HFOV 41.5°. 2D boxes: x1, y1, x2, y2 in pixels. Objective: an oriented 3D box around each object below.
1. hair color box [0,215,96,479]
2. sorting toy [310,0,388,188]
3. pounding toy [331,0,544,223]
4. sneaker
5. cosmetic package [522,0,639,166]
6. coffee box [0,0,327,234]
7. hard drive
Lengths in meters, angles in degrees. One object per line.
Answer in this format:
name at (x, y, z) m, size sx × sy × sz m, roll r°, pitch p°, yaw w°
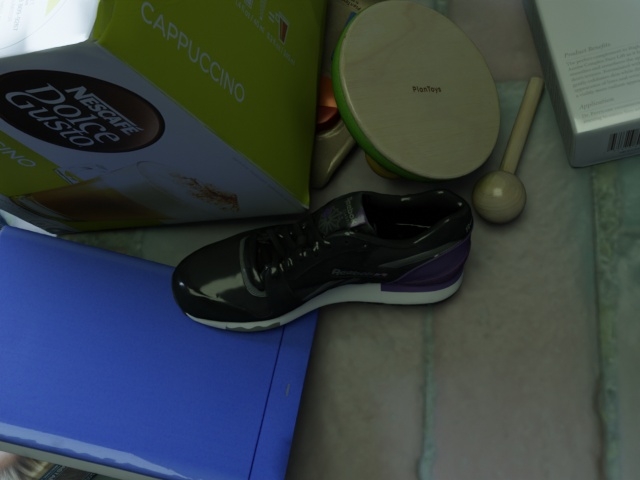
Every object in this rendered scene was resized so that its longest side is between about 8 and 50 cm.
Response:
hair color box at (-0.347, 0.108, 0.872) m, size 0.174 × 0.105 × 0.347 m, roll -44°, pitch 69°, yaw -3°
sorting toy at (-0.055, -0.222, 0.946) m, size 0.307 × 0.041 × 0.229 m, roll 33°, pitch 82°, yaw 20°
pounding toy at (0.094, -0.119, 0.840) m, size 0.236 × 0.110 × 0.183 m, roll 24°, pitch 64°, yaw -22°
sneaker at (0.000, 0.000, 0.779) m, size 0.283 × 0.124 × 0.107 m, roll -9°, pitch 56°, yaw -7°
cosmetic package at (0.278, -0.201, 0.841) m, size 0.117 × 0.085 × 0.231 m, roll -12°, pitch 68°, yaw 9°
coffee box at (-0.208, -0.225, 0.795) m, size 0.334 × 0.337 × 0.338 m, roll -3°, pitch 71°, yaw 25°
hard drive at (-0.174, 0.111, 0.776) m, size 0.318 × 0.040 × 0.210 m, roll 14°, pitch 51°, yaw -2°
